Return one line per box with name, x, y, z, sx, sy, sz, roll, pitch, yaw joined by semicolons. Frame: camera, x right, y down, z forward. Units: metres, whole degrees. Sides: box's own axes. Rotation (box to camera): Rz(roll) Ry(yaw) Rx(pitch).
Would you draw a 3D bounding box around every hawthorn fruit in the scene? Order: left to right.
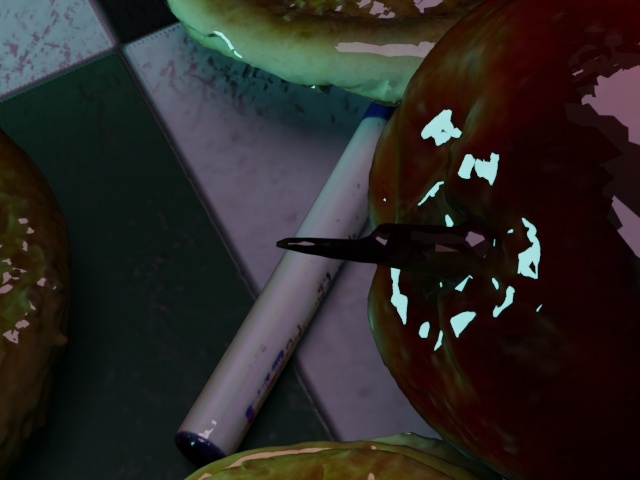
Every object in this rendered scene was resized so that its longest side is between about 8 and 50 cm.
hawthorn fruit;0.115;-0.014;0.695;0.300;0.254;0.254;0;50;-26

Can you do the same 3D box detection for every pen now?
pen;0.001;0.000;0.863;0.033;0.033;0.269;19;60;21

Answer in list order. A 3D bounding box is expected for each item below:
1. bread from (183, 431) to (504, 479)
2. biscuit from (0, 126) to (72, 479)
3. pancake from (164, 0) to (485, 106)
bread;0.005;0.184;0.678;0.198;0.120;0.236;-12;54;3
biscuit;-0.258;0.045;0.844;0.296;0.075;0.296;-2;56;3
pancake;0.047;-0.162;0.937;0.282;0.049;0.282;-7;41;6
